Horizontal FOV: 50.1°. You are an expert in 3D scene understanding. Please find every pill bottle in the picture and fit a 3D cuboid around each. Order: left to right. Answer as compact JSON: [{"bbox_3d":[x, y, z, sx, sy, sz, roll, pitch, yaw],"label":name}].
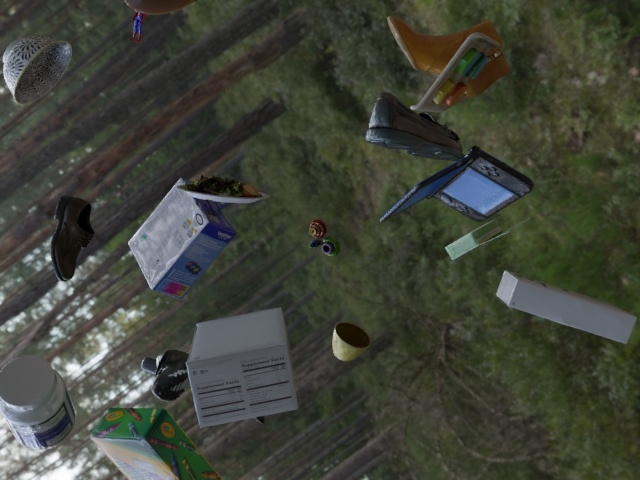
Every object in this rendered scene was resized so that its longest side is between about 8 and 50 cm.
[{"bbox_3d":[-0.684,0.390,1.645,0.153,0.153,0.264,56,153,27],"label":"pill bottle"}]

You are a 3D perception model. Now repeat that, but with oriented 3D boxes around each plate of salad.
[{"bbox_3d":[-0.207,-0.114,1.462,0.200,0.200,0.048,-96,12,-80],"label":"plate of salad"}]

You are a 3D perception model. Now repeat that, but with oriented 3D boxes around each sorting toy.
[{"bbox_3d":[0.000,0.000,1.652,0.102,0.061,0.042,58,-143,4],"label":"sorting toy"},{"bbox_3d":[0.300,-0.354,1.487,0.038,0.208,0.193,47,-156,12],"label":"sorting toy"}]

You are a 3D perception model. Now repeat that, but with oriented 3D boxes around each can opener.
[{"bbox_3d":[-0.463,0.432,2.299,0.283,0.095,0.076,14,160,22],"label":"can opener"}]

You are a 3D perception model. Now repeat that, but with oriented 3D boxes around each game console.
[{"bbox_3d":[0.323,-0.091,1.664,0.250,0.173,0.293,29,161,-4],"label":"game console"}]

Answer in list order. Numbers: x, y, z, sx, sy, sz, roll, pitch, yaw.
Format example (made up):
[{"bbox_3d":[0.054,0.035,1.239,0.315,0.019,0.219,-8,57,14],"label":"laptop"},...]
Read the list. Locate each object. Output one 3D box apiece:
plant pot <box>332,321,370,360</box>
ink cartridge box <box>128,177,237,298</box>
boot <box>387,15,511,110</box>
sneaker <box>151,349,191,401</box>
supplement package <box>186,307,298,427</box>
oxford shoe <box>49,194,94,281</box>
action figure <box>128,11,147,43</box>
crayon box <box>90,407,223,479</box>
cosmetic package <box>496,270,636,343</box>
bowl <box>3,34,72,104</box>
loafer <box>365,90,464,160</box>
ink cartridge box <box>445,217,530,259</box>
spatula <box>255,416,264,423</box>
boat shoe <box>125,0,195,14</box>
[{"bbox_3d":[0.094,0.362,2.372,0.134,0.095,0.134,20,-153,-11],"label":"plant pot"},{"bbox_3d":[-0.474,-0.030,2.425,0.151,0.395,0.270,22,-156,-49],"label":"ink cartridge box"},{"bbox_3d":[0.317,-0.477,1.661,0.295,0.211,0.104,49,-165,-25],"label":"boot"},{"bbox_3d":[-0.350,0.308,1.594,0.106,0.078,0.234,25,-171,12],"label":"sneaker"},{"bbox_3d":[-0.164,0.262,1.471,0.262,0.204,0.145,-117,17,-78],"label":"supplement package"},{"bbox_3d":[-0.646,0.000,1.792,0.096,0.227,0.083,9,-175,12],"label":"oxford shoe"},{"bbox_3d":[-0.485,-0.591,1.835,0.038,0.115,0.030,24,-169,28],"label":"action figure"},{"bbox_3d":[-0.339,0.473,1.457,0.278,0.165,0.081,62,-143,-30],"label":"crayon box"},{"bbox_3d":[0.474,0.126,1.329,0.239,0.060,0.099,18,-170,-2],"label":"cosmetic package"},{"bbox_3d":[-0.625,-0.385,1.475,0.080,0.170,0.170,40,-174,-2],"label":"bowl"},{"bbox_3d":[0.175,-0.190,1.173,0.096,0.084,0.267,7,-178,37],"label":"loafer"},{"bbox_3d":[0.543,-0.025,2.225,0.171,0.235,0.056,-24,-98,-46],"label":"ink cartridge box"},{"bbox_3d":[-0.246,0.494,2.095,0.296,0.030,0.084,51,-162,-42],"label":"spatula"},{"bbox_3d":[-0.210,-0.417,1.094,0.073,0.207,0.073,-90,-14,-57],"label":"boat shoe"}]
